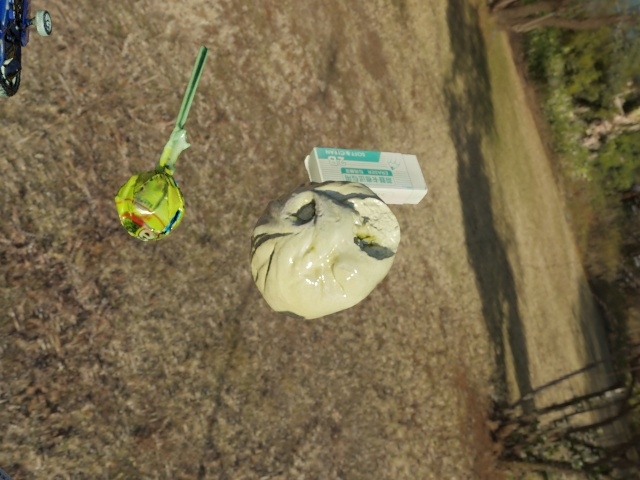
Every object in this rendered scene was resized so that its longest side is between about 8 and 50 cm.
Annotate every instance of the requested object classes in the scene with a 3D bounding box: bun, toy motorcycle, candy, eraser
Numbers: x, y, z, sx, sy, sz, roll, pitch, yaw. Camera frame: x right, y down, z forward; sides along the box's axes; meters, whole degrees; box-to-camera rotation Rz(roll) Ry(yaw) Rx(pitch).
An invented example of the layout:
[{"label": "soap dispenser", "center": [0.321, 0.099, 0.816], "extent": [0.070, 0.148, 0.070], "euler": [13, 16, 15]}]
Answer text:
[{"label": "bun", "center": [0.000, 0.000, 0.897], "extent": [0.128, 0.193, 0.178], "euler": [53, 31, -42]}, {"label": "toy motorcycle", "center": [-0.501, -0.377, 1.084], "extent": [0.169, 0.113, 0.315], "euler": [94, -4, -83]}, {"label": "candy", "center": [-0.129, -0.091, 0.611], "extent": [0.058, 0.062, 0.194], "euler": [20, 69, -17]}, {"label": "eraser", "center": [0.088, -0.123, 1.340], "extent": [0.225, 0.052, 0.096], "euler": [1, 57, -25]}]

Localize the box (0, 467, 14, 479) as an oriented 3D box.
[{"label": "box", "center": [-0.669, 0.486, 1.282], "extent": [0.274, 0.091, 0.221], "euler": [45, 9, -10]}]
